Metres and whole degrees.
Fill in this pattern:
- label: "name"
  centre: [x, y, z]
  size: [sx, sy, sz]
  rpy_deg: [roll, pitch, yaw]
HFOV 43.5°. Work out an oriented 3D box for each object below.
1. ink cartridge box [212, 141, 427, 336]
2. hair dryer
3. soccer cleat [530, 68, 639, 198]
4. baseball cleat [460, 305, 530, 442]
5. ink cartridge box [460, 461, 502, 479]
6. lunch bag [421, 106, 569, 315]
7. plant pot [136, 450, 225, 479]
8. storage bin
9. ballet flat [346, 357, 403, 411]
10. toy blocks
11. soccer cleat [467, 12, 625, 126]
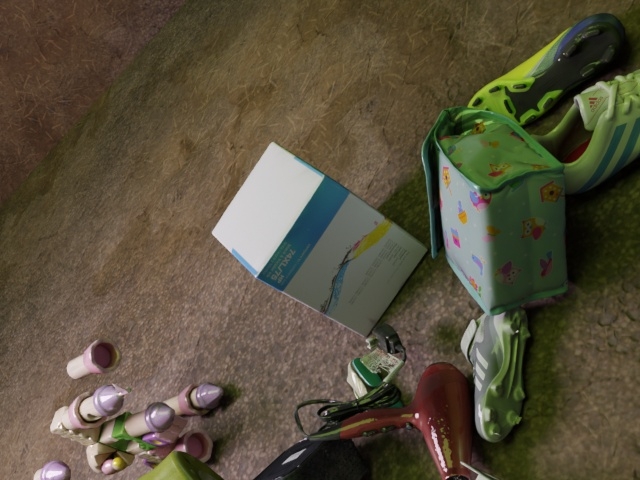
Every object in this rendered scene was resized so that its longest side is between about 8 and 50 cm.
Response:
- label: "ink cartridge box"
  centre: [0.000, 0.000, 1.384]
  size: [0.197, 0.270, 0.198]
  rpy_deg: [-56, 36, 3]
- label: "hair dryer"
  centre: [0.119, 0.263, 1.172]
  size: [0.223, 0.080, 0.293]
  rpy_deg: [-46, 40, -14]
- label: "soccer cleat"
  centre: [0.445, -0.187, 1.127]
  size: [0.331, 0.143, 0.116]
  rpy_deg: [-39, 40, 22]
- label: "baseball cleat"
  centre: [0.244, 0.190, 1.149]
  size: [0.109, 0.072, 0.206]
  rpy_deg: [-22, 42, 56]
- label: "ink cartridge box"
  centre: [0.247, 0.347, 0.982]
  size: [0.180, 0.104, 0.060]
  rpy_deg: [22, 81, 54]
- label: "lunch bag"
  centre: [0.240, -0.056, 1.183]
  size: [0.160, 0.223, 0.262]
  rpy_deg: [-17, 33, -9]
- label: "plant pot"
  centre: [-0.260, 0.535, 1.251]
  size: [0.353, 0.366, 0.366]
  rpy_deg: [-48, 35, -8]
- label: "storage bin"
  centre: [-0.023, 0.361, 1.207]
  size: [0.122, 0.084, 0.180]
  rpy_deg: [-32, -2, 30]
- label: "ballet flat"
  centre: [0.088, 0.254, 1.288]
  size: [0.168, 0.057, 0.052]
  rpy_deg: [-124, 44, -55]
- label: "toy blocks"
  centre: [-0.325, 0.359, 1.464]
  size: [0.260, 0.288, 0.309]
  rpy_deg: [-26, 42, 42]
- label: "soccer cleat"
  centre: [0.377, -0.276, 1.344]
  size: [0.289, 0.093, 0.121]
  rpy_deg: [-32, 12, 36]
